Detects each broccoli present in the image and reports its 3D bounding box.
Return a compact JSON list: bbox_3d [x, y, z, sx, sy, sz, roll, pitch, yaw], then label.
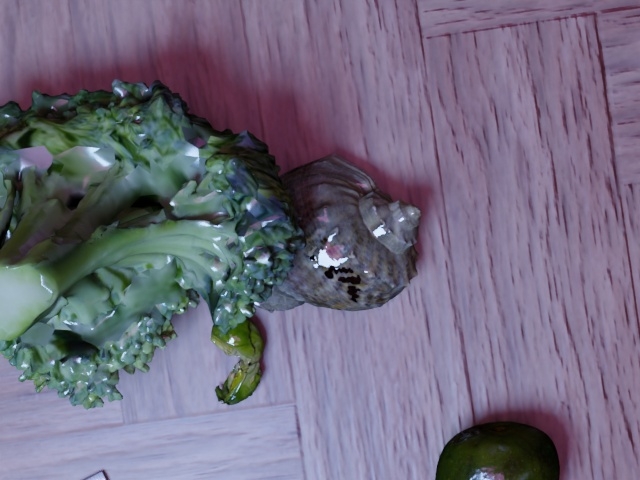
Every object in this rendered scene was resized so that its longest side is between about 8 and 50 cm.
[{"bbox_3d":[-0.196,0.024,1.242,0.375,0.302,0.249,2,133,13],"label":"broccoli"}]

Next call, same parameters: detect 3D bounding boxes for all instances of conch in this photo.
[{"bbox_3d":[0.000,0.000,1.327,0.207,0.130,0.155,-24,52,24],"label":"conch"}]

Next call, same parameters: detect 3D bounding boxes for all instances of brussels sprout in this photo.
[{"bbox_3d":[-0.077,0.112,1.344,0.051,0.046,0.083,-4,98,-1],"label":"brussels sprout"}]

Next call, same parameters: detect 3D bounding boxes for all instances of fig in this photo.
[{"bbox_3d":[0.155,0.252,1.304,0.117,0.117,0.177,8,111,3],"label":"fig"}]

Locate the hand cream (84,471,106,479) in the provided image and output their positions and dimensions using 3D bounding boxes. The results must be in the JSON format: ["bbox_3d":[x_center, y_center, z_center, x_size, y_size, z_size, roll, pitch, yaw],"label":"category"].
[{"bbox_3d":[-0.208,0.354,1.331,0.133,0.083,0.248,-29,80,-10],"label":"hand cream"}]
